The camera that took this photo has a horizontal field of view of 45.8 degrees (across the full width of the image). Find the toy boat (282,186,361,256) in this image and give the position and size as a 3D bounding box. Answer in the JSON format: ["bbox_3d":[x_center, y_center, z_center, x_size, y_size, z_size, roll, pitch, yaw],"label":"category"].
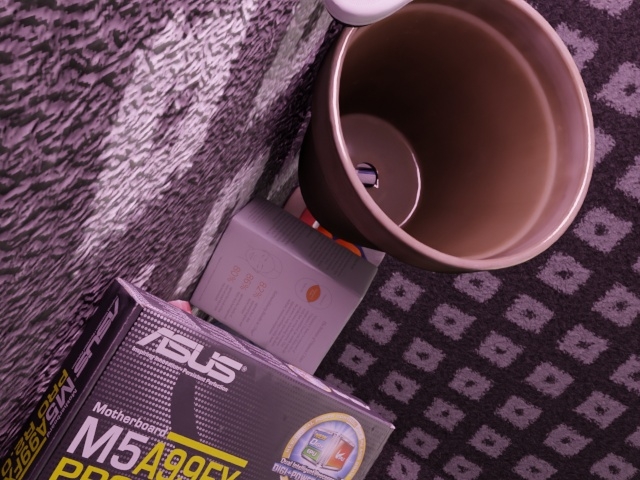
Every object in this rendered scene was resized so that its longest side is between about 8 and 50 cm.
[{"bbox_3d":[0.000,0.000,1.251,0.231,0.151,0.151,-59,177,10],"label":"toy boat"}]

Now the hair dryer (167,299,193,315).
[{"bbox_3d":[-0.168,0.199,0.720,0.080,0.224,0.293,12,97,-57],"label":"hair dryer"}]

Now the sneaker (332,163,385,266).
[{"bbox_3d":[0.087,-0.107,1.396,0.182,0.128,0.315,-63,160,-51],"label":"sneaker"}]

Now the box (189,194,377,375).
[{"bbox_3d":[-0.042,0.052,0.891,0.130,0.171,0.091,-59,177,26],"label":"box"}]

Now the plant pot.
[{"bbox_3d":[0.106,-0.110,0.909,0.323,0.323,0.280,-58,-166,-19],"label":"plant pot"}]

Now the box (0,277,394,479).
[{"bbox_3d":[-0.097,0.183,0.592,0.216,0.270,0.060,-58,-146,-2],"label":"box"}]

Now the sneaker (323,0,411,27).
[{"bbox_3d":[0.066,-0.237,0.651,0.216,0.079,0.121,-59,176,-21],"label":"sneaker"}]

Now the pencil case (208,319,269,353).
[{"bbox_3d":[-0.160,0.222,1.181,0.124,0.113,0.273,-30,162,-32],"label":"pencil case"}]
